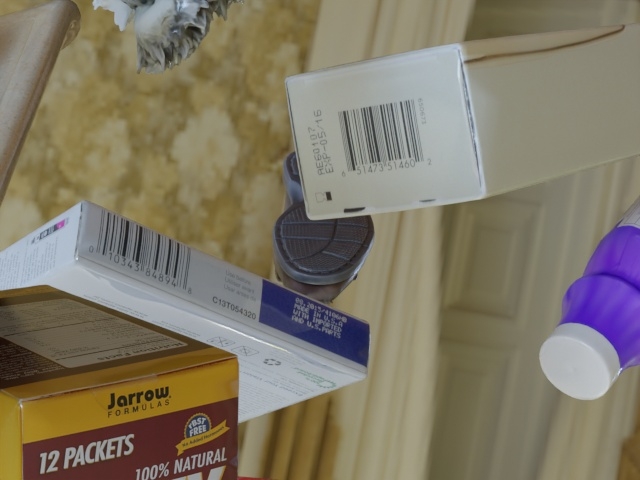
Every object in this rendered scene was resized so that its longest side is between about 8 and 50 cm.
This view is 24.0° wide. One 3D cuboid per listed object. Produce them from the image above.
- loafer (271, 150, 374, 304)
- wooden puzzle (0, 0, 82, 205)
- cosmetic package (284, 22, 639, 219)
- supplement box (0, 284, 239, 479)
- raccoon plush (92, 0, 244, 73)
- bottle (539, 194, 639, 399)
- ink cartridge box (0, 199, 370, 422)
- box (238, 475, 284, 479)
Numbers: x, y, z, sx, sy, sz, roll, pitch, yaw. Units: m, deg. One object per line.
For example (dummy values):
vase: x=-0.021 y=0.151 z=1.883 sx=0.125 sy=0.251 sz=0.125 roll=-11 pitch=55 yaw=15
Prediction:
loafer: x=0.000 y=0.000 z=1.640 sx=0.109 sy=0.095 sz=0.302 roll=4 pitch=-152 yaw=-3
wooden puzzle: x=-0.297 y=-0.023 z=0.707 sx=0.322 sy=0.081 sz=0.348 roll=-14 pitch=-152 yaw=12
cosmetic package: x=0.130 y=-0.097 z=1.170 sx=0.160 sy=0.113 sz=0.309 roll=-6 pitch=-174 yaw=36
supplement box: x=-0.153 y=0.142 z=0.814 sx=0.129 sy=0.191 sz=0.194 roll=-8 pitch=-165 yaw=-40
raccoon plush: x=-0.032 y=-0.239 z=1.041 sx=0.446 sy=0.216 sz=0.299 roll=0 pitch=-137 yaw=-49
bottle: x=0.288 y=0.033 z=1.336 sx=0.092 sy=0.118 sz=0.283 roll=25 pitch=-133 yaw=24
ink cartridge box: x=-0.179 y=0.095 z=1.409 sx=0.324 sy=0.071 sz=0.330 roll=24 pitch=147 yaw=-35
box: x=-0.086 y=0.281 z=1.299 sx=0.256 sy=0.128 sz=0.123 roll=6 pitch=150 yaw=0
